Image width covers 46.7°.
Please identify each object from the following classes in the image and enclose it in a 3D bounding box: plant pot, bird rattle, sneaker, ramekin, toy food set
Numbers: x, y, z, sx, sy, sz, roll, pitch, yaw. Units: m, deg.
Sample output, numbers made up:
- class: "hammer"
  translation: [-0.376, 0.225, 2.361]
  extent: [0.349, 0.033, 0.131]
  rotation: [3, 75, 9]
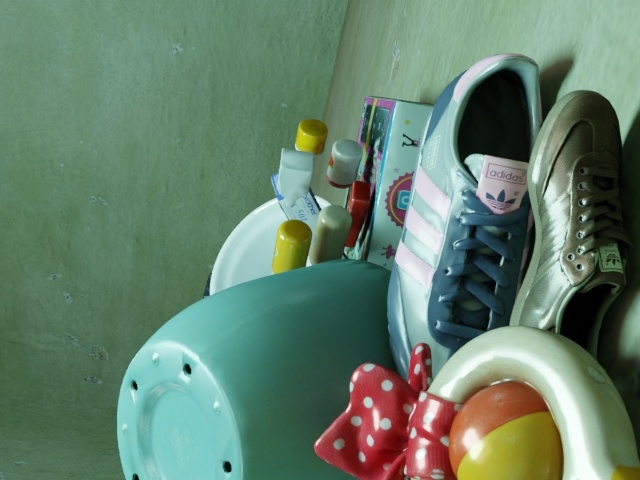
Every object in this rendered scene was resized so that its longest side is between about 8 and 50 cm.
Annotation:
- class: "plant pot"
  translation: [-0.044, 0.169, 0.703]
  extent: [0.293, 0.235, 0.293]
  rotation: [3, 94, 43]
- class: "bird rattle"
  translation: [0.108, 0.146, 0.463]
  extent: [0.207, 0.143, 0.253]
  rotation: [-55, 23, 28]
- class: "sneaker"
  translation: [0.174, 0.000, 0.475]
  extent: [0.071, 0.066, 0.188]
  rotation: [-152, 65, -65]
- class: "sneaker"
  translation: [0.125, -0.007, 0.618]
  extent: [0.131, 0.112, 0.319]
  rotation: [121, 156, -74]
- class: "ramekin"
  translation: [-0.042, 0.070, 1.280]
  extent: [0.135, 0.277, 0.277]
  rotation: [41, -134, -47]
- class: "toy food set"
  translation: [-0.002, -0.040, 0.921]
  extent: [0.232, 0.111, 0.104]
  rotation: [-89, 9, -45]

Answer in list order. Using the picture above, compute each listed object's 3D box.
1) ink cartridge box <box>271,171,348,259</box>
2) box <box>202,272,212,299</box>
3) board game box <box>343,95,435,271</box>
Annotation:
- class: "ink cartridge box"
  translation: [0.000, 0.000, 1.054]
  extent: [0.207, 0.046, 0.097]
  rotation: [61, -177, -27]
- class: "box"
  translation: [-0.118, 0.228, 1.563]
  extent: [0.395, 0.293, 0.212]
  rotation: [-117, 36, -78]
- class: "board game box"
  translation: [0.101, -0.076, 0.991]
  extent: [0.303, 0.097, 0.224]
  rotation: [-113, 32, -77]
